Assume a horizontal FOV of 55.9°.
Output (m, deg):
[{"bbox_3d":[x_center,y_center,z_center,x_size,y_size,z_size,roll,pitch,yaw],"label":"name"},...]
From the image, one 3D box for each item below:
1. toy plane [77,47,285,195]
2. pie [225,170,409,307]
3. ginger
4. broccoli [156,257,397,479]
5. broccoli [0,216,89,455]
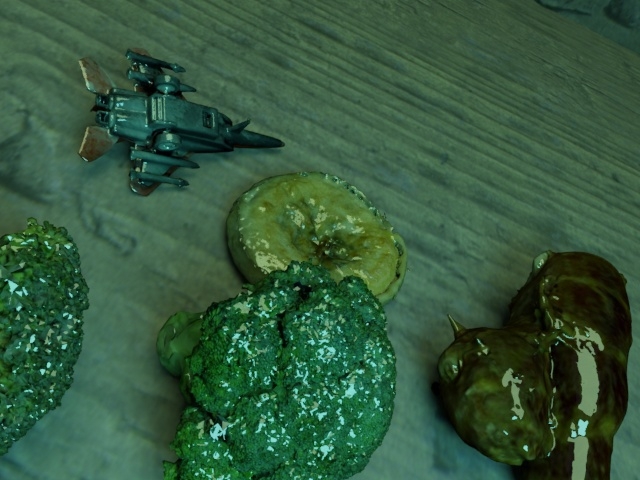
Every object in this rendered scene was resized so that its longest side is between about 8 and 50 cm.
[{"bbox_3d":[-0.187,-0.169,0.891,0.327,0.104,0.222,2,77,-29],"label":"toy plane"},{"bbox_3d":[0.000,0.000,0.865,0.274,0.055,0.274,14,47,-15],"label":"pie"},{"bbox_3d":[0.289,0.138,0.801,0.254,0.176,0.418,36,50,-1],"label":"ginger"},{"bbox_3d":[-0.056,0.140,0.604,0.270,0.269,0.270,14,35,34],"label":"broccoli"},{"bbox_3d":[-0.367,0.026,0.513,0.252,0.221,0.361,-42,101,-10],"label":"broccoli"}]
